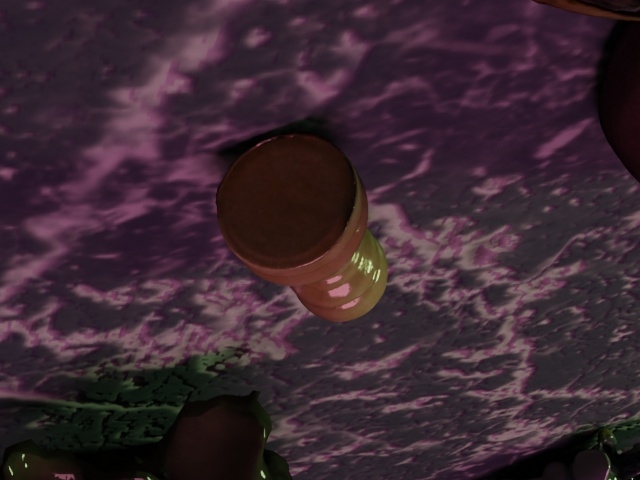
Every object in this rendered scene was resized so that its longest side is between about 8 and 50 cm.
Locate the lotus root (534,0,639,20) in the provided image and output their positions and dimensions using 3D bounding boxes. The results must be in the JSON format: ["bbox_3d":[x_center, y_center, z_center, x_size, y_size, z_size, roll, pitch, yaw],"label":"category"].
[{"bbox_3d":[0.039,-0.130,0.377,0.258,0.097,0.110,13,136,-31],"label":"lotus root"}]

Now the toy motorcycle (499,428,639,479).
[{"bbox_3d":[0.208,0.231,1.200,0.152,0.073,0.225,1,150,-25],"label":"toy motorcycle"}]

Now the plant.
[{"bbox_3d":[-0.101,0.226,0.862,0.215,0.213,0.312,-7,154,-12],"label":"plant"}]

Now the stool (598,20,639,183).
[{"bbox_3d":[0.275,-0.034,0.593,0.272,0.178,0.272,-11,154,-6],"label":"stool"}]

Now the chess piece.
[{"bbox_3d":[0.000,0.000,0.648,0.066,0.066,0.122,-20,159,9],"label":"chess piece"}]
